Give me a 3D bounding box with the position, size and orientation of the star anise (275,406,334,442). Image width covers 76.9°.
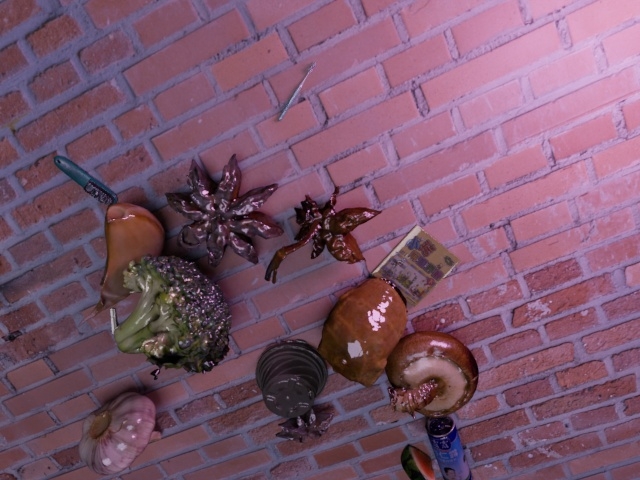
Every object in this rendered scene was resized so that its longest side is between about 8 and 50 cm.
[{"bbox_3d":[-0.041,0.594,1.274,0.195,0.065,0.182,-28,136,3],"label":"star anise"}]

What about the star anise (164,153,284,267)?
[{"bbox_3d":[-0.255,-0.064,1.063,0.333,0.117,0.331,1,114,2],"label":"star anise"}]

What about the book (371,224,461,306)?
[{"bbox_3d":[0.269,0.075,1.143,0.168,0.013,0.192,38,105,-9],"label":"book"}]

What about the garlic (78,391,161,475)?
[{"bbox_3d":[-0.596,0.609,1.266,0.245,0.244,0.253,-27,137,10],"label":"garlic"}]

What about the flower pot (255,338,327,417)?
[{"bbox_3d":[-0.090,0.433,1.208,0.236,0.140,0.235,0,108,0],"label":"flower pot"}]

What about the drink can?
[{"bbox_3d":[0.413,0.680,1.293,0.097,0.097,0.234,-18,106,8],"label":"drink can"}]

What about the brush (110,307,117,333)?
[{"bbox_3d":[-0.632,0.246,1.233,0.017,0.013,0.083,-1,101,-3],"label":"brush"}]

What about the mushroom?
[{"bbox_3d":[0.312,0.388,1.167,0.279,0.163,0.296,-26,112,-3],"label":"mushroom"}]

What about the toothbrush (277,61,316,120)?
[{"bbox_3d":[-0.060,-0.371,1.008,0.011,0.014,0.167,31,107,-17],"label":"toothbrush"}]

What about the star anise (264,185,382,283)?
[{"bbox_3d":[-0.004,0.000,1.058,0.347,0.148,0.237,-32,101,-2],"label":"star anise"}]

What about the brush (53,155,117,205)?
[{"bbox_3d":[-0.641,-0.160,1.090,0.193,0.032,0.043,39,106,-11],"label":"brush"}]

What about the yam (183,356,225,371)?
[{"bbox_3d":[-0.354,0.345,1.220,0.127,0.084,0.084,-17,107,10],"label":"yam"}]

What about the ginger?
[{"bbox_3d":[0.111,0.249,1.099,0.201,0.223,0.269,29,114,6],"label":"ginger"}]

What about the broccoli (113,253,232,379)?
[{"bbox_3d":[-0.396,0.206,1.046,0.281,0.293,0.347,-33,110,7],"label":"broccoli"}]

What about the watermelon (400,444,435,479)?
[{"bbox_3d":[0.329,0.740,1.336,0.095,0.125,0.135,-20,88,-22],"label":"watermelon"}]

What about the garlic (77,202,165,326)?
[{"bbox_3d":[-0.541,0.049,1.075,0.151,0.196,0.338,30,110,10],"label":"garlic"}]
